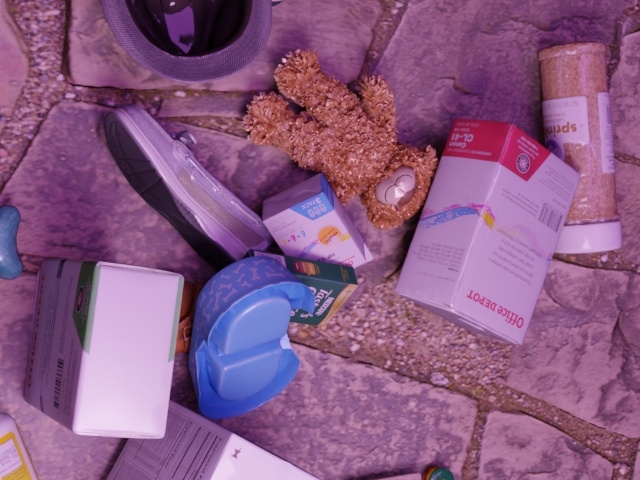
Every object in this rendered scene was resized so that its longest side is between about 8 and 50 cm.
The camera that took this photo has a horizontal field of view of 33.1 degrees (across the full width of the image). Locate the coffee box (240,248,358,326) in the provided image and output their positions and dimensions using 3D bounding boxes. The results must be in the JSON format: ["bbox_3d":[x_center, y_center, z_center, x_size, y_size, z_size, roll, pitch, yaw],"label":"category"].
[{"bbox_3d":[-0.048,0.073,1.606,0.184,0.113,0.040,11,45,-31],"label":"coffee box"}]

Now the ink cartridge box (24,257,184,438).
[{"bbox_3d":[-0.295,0.133,1.432,0.121,0.289,0.211,8,87,-27],"label":"ink cartridge box"}]

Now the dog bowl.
[{"bbox_3d":[-0.108,0.137,1.542,0.165,0.297,0.074,-16,53,-26],"label":"dog bowl"}]

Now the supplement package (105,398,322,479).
[{"bbox_3d":[-0.152,0.364,1.498,0.199,0.262,0.198,34,77,-29],"label":"supplement package"}]

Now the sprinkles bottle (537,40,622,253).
[{"bbox_3d":[0.446,-0.158,1.856,0.121,0.121,0.356,-6,92,-24],"label":"sprinkles bottle"}]

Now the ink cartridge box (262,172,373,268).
[{"bbox_3d":[0.000,0.000,1.641,0.104,0.062,0.181,-25,122,14],"label":"ink cartridge box"}]

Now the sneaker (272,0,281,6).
[{"bbox_3d":[-0.006,-0.478,1.648,0.126,0.127,0.321,41,73,-18],"label":"sneaker"}]

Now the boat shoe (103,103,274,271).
[{"bbox_3d":[-0.189,-0.082,1.577,0.320,0.118,0.103,49,64,-22],"label":"boat shoe"}]

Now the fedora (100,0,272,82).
[{"bbox_3d":[-0.202,-0.349,1.551,0.243,0.124,0.276,-23,92,-17],"label":"fedora"}]

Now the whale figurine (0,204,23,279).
[{"bbox_3d":[-0.522,0.008,1.407,0.271,0.141,0.216,-1,91,-26],"label":"whale figurine"}]

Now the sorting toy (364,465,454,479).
[{"bbox_3d":[0.089,0.447,1.739,0.274,0.046,0.132,-4,92,-25],"label":"sorting toy"}]

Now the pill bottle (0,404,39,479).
[{"bbox_3d":[-0.452,0.306,1.453,0.119,0.119,0.209,-23,99,-23],"label":"pill bottle"}]

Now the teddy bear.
[{"bbox_3d":[0.040,-0.148,1.679,0.245,0.113,0.338,-40,106,-17],"label":"teddy bear"}]

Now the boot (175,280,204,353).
[{"bbox_3d":[-0.220,0.153,1.587,0.152,0.073,0.197,6,99,-35],"label":"boot"}]

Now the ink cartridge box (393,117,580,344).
[{"bbox_3d":[0.272,-0.014,1.734,0.226,0.131,0.306,28,81,-45],"label":"ink cartridge box"}]
